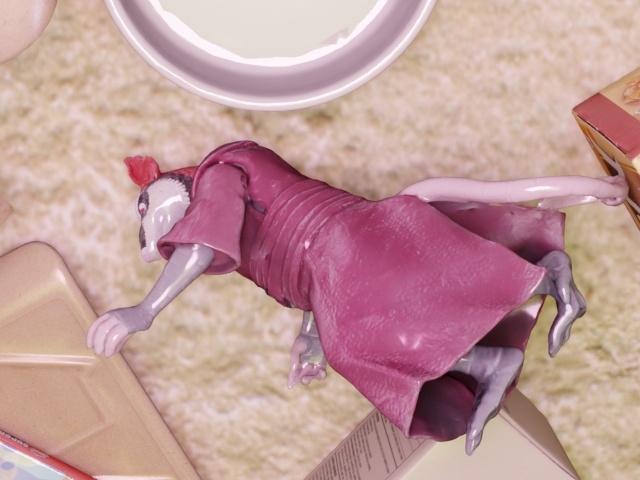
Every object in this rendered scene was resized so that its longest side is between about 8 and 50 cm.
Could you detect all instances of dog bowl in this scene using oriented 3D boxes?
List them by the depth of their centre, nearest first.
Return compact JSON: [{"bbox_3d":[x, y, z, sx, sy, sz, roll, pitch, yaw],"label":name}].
[{"bbox_3d":[-0.039,-0.237,1.076,0.264,0.104,0.265,-1,108,-4],"label":"dog bowl"}]

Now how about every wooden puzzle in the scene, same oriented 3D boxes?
[{"bbox_3d":[-0.277,0.213,1.214,0.322,0.080,0.348,-28,102,4],"label":"wooden puzzle"}]

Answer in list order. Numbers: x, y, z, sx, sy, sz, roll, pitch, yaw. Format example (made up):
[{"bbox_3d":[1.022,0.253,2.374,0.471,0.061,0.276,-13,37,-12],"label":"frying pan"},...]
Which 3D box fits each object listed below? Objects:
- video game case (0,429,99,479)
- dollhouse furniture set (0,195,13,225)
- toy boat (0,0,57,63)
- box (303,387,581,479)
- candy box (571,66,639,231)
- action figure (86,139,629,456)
[{"bbox_3d":[-0.322,0.233,1.163,0.285,0.025,0.204,29,100,-9],"label":"video game case"},{"bbox_3d":[-0.427,-0.066,1.025,0.355,0.303,0.174,44,127,-14],"label":"dollhouse furniture set"},{"bbox_3d":[-0.246,-0.233,0.964,0.148,0.318,0.268,3,82,-11],"label":"toy boat"},{"bbox_3d":[0.085,0.218,1.202,0.127,0.148,0.232,42,100,-15],"label":"box"},{"bbox_3d":[0.330,0.021,1.142,0.087,0.183,0.316,-31,107,4],"label":"candy box"},{"bbox_3d":[0.000,0.000,1.071,0.370,0.248,0.276,28,99,22],"label":"action figure"}]
